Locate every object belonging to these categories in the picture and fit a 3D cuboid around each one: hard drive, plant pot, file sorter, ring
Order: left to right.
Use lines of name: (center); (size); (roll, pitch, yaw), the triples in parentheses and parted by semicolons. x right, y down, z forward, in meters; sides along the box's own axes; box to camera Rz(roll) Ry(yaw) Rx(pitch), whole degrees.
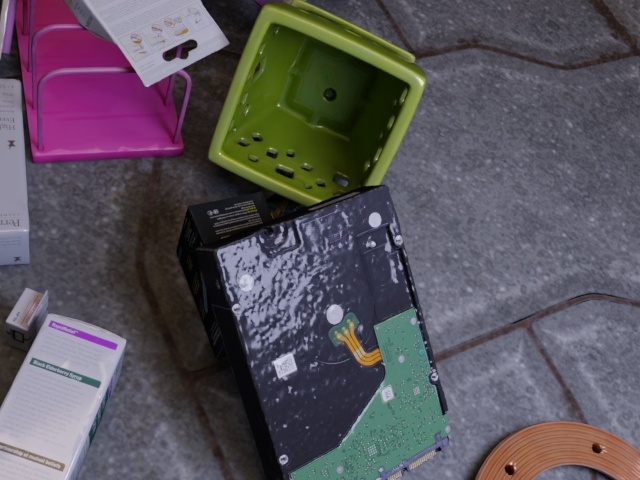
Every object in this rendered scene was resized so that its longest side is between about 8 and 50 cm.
file sorter: (-0.299, -0.279, 1.096); (0.202, 0.182, 0.291); (-5, 62, -22)
plant pot: (0.002, -0.191, 1.109); (0.227, 0.228, 0.207); (24, 25, -3)
hard drive: (0.015, 0.130, 0.932); (0.236, 0.064, 0.339); (-23, 102, -28)
ring: (0.330, 0.391, 1.004); (0.336, 0.032, 0.337); (9, 59, -15)

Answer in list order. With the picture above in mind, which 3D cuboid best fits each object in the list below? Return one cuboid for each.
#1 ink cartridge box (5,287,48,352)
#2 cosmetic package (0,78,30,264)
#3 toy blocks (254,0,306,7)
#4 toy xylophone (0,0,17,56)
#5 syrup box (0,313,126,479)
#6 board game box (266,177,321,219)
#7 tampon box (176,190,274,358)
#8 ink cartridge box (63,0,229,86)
ink cartridge box: (-0.334, 0.088, 0.923); (0.028, 0.083, 0.048); (23, 55, -5)
cosmetic package: (-0.423, -0.086, 0.998); (0.117, 0.085, 0.231); (-4, 61, -21)
toy blocks: (-0.095, -0.515, 1.185); (0.288, 0.309, 0.260); (39, 99, 6)
toy xylophone: (-0.554, -0.349, 1.051); (0.322, 0.081, 0.236); (2, 100, -10)
syrup box: (-0.293, 0.207, 0.860); (0.096, 0.093, 0.237); (21, 56, -5)
board game box: (0.000, 0.000, 1.126); (0.186, 0.026, 0.126); (42, 57, 8)
tampon box: (-0.100, 0.043, 1.008); (0.101, 0.120, 0.161); (-14, 66, -26)
ink cartridge box: (-0.220, -0.283, 1.001); (0.145, 0.045, 0.179); (-38, 96, -35)
